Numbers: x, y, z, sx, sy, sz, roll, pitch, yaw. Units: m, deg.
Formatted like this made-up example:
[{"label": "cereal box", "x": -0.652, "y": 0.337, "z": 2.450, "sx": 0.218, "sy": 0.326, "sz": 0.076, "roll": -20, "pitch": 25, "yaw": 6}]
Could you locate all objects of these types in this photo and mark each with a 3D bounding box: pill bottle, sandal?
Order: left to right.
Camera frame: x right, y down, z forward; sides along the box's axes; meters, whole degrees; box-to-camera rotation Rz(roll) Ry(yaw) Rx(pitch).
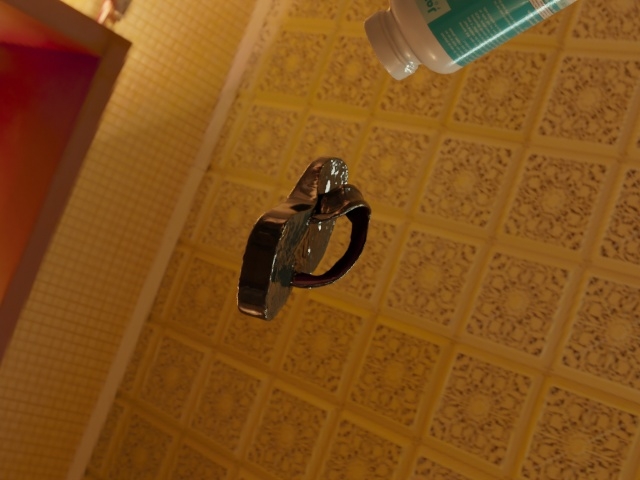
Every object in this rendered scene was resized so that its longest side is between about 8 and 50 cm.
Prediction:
[{"label": "sandal", "x": -0.001, "y": 0.003, "z": 1.282, "sx": 0.107, "sy": 0.446, "sz": 0.168, "roll": 13, "pitch": -69, "yaw": 9}, {"label": "pill bottle", "x": 0.187, "y": -0.305, "z": 1.173, "sx": 0.264, "sy": 0.146, "sz": 0.146, "roll": -29, "pitch": -124, "yaw": 23}]
